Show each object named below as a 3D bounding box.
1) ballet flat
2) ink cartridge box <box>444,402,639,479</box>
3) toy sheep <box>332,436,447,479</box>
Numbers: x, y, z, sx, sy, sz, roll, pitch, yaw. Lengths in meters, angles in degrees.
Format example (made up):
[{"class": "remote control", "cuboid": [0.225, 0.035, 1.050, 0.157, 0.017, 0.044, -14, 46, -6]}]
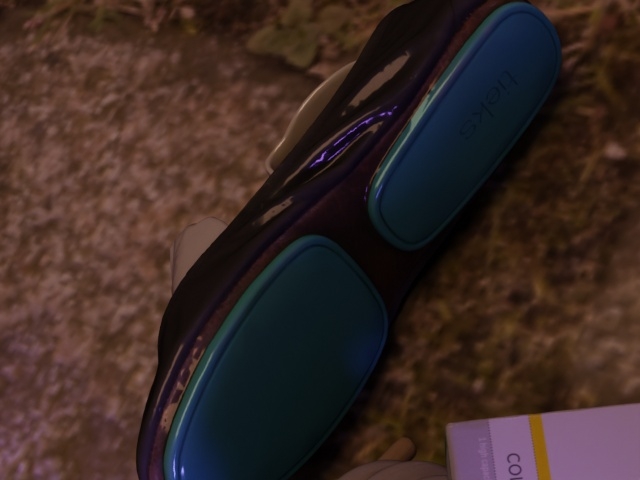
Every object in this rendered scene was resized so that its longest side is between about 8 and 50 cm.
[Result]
[{"class": "ballet flat", "cuboid": [0.000, 0.000, 0.747, 0.096, 0.095, 0.280, 16, 60, 47]}, {"class": "ink cartridge box", "cuboid": [0.148, 0.108, 0.553, 0.209, 0.062, 0.109, -5, 55, 3]}, {"class": "toy sheep", "cuboid": [0.035, 0.123, 0.644, 0.132, 0.091, 0.091, 5, 63, 54]}]
